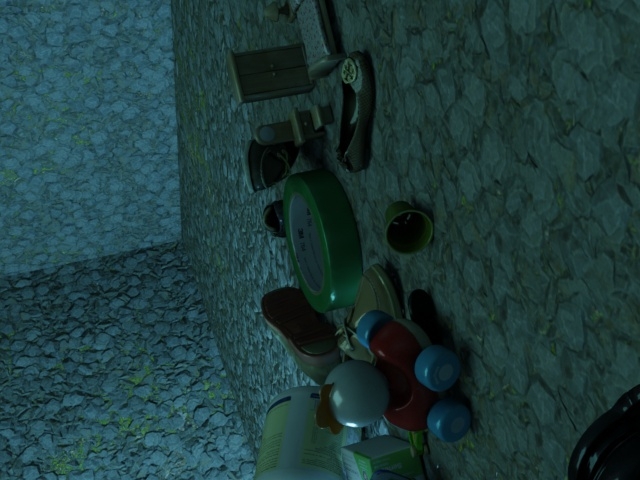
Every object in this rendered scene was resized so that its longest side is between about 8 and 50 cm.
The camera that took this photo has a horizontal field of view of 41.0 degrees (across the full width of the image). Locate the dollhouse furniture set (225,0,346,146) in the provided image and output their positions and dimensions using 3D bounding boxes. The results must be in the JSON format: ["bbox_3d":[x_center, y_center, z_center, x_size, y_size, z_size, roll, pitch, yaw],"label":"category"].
[{"bbox_3d":[-0.065,-0.366,1.718,0.355,0.174,0.303,156,100,-73],"label":"dollhouse furniture set"}]

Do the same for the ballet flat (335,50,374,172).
[{"bbox_3d":[0.058,-0.235,1.606,0.084,0.058,0.249,-122,25,-47],"label":"ballet flat"}]

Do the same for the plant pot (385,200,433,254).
[{"bbox_3d":[0.144,-0.030,1.462,0.079,0.083,0.083,-107,11,-63],"label":"plant pot"}]

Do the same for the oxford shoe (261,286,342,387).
[{"bbox_3d":[-0.055,0.249,2.204,0.397,0.141,0.146,-127,22,-59],"label":"oxford shoe"}]

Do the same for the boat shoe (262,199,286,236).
[{"bbox_3d":[-0.105,-0.060,2.210,0.285,0.092,0.102,161,97,-73],"label":"boat shoe"}]

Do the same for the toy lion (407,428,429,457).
[{"bbox_3d":[0.183,0.361,1.686,0.096,0.034,0.100,-116,20,-58],"label":"toy lion"}]

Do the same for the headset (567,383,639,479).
[{"bbox_3d":[0.373,0.294,0.897,0.394,0.185,0.243,-58,40,46],"label":"headset"}]

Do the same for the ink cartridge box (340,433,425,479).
[{"bbox_3d":[0.150,0.560,1.783,0.198,0.115,0.272,158,99,-73],"label":"ink cartridge box"}]

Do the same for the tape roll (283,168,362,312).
[{"bbox_3d":[0.000,0.000,1.939,0.321,0.077,0.321,167,90,-74],"label":"tape roll"}]

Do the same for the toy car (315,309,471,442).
[{"bbox_3d":[0.091,0.266,1.463,0.219,0.238,0.210,29,139,56],"label":"toy car"}]

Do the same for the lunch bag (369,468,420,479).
[{"bbox_3d":[0.141,0.556,1.620,0.090,0.176,0.218,-22,-53,-71],"label":"lunch bag"}]

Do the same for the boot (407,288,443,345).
[{"bbox_3d":[0.172,0.150,1.534,0.121,0.045,0.099,71,160,3],"label":"boot"}]

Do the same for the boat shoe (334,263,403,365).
[{"bbox_3d":[0.092,0.200,1.719,0.121,0.110,0.341,-123,26,-51],"label":"boat shoe"}]

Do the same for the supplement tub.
[{"bbox_3d":[-0.031,0.524,1.962,0.324,0.236,0.235,-80,-5,-46],"label":"supplement tub"}]

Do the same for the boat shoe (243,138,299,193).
[{"bbox_3d":[-0.109,-0.185,1.934,0.305,0.091,0.109,-73,-22,-68],"label":"boat shoe"}]
